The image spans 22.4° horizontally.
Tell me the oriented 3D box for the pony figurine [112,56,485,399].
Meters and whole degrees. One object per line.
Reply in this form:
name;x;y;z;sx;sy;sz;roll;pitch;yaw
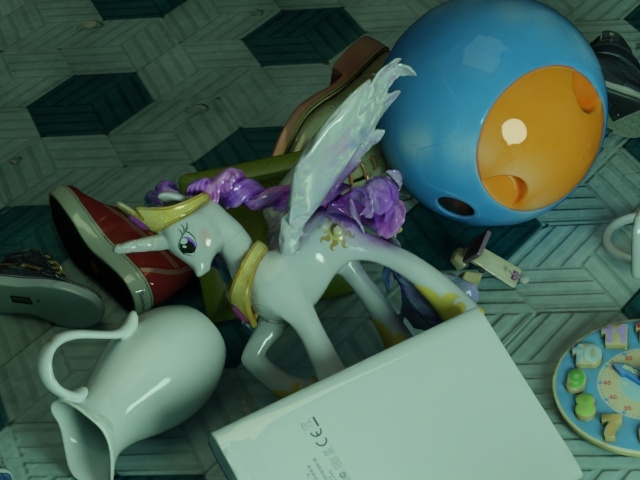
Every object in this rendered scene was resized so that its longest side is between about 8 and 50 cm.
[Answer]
pony figurine;0.000;0.000;1.780;0.351;0.303;0.363;-43;88;-14

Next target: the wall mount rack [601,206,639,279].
wall mount rack;0.519;-0.046;1.917;0.350;0.130;0.304;13;41;26

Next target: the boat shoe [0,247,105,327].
boat shoe;-0.334;0.052;2.002;0.183;0.065;0.083;9;40;23

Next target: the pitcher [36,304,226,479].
pitcher;-0.207;0.140;1.761;0.125;0.177;0.207;6;37;42

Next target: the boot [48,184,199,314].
boot;-0.224;-0.015;2.062;0.176;0.088;0.244;-28;48;-26

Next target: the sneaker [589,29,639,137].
sneaker;0.345;-0.237;2.197;0.226;0.086;0.163;25;35;-17

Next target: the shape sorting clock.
shape sorting clock;0.354;0.154;1.748;0.206;0.040;0.206;-6;35;4

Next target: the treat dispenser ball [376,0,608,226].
treat dispenser ball;0.210;-0.161;2.000;0.288;0.288;0.288;-5;36;4

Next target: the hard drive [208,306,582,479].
hard drive;0.076;0.220;1.631;0.319;0.040;0.210;-24;70;-20

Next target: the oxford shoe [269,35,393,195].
oxford shoe;0.038;-0.117;2.105;0.146;0.140;0.397;23;54;14

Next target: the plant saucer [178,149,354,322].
plant saucer;-0.063;-0.012;1.955;0.188;0.045;0.188;-12;81;-5

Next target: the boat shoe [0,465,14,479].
boat shoe;-0.414;0.279;1.703;0.183;0.066;0.066;-26;38;-23

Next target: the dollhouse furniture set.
dollhouse furniture set;0.192;0.065;1.932;0.081;0.091;0.114;32;65;-12
